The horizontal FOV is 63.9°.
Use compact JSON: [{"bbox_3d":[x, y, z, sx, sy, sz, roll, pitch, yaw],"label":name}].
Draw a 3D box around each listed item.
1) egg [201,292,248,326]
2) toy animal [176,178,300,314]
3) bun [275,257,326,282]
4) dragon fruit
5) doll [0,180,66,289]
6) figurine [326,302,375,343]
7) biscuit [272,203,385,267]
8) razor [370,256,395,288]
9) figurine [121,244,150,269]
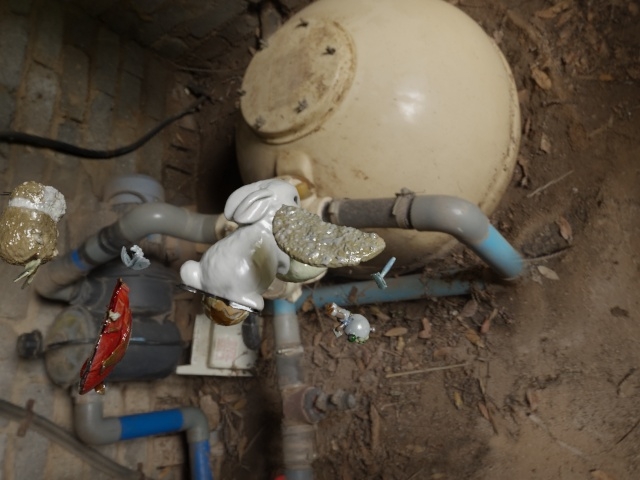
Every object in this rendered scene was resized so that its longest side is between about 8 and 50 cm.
[{"bbox_3d":[-0.356,0.231,1.952,0.233,0.194,0.195,-26,60,55],"label":"egg"},{"bbox_3d":[-0.178,-0.002,1.300,0.193,0.257,0.358,7,75,59],"label":"toy animal"},{"bbox_3d":[-0.072,0.048,1.985,0.272,0.168,0.273,-24,23,11],"label":"bun"},{"bbox_3d":[-0.608,0.316,1.455,0.344,0.100,0.282,-57,20,29],"label":"dragon fruit"},{"bbox_3d":[-0.545,-0.008,0.968,0.114,0.105,0.222,-9,67,-5],"label":"doll"},{"bbox_3d":[0.096,0.289,1.772,0.094,0.197,0.147,-51,24,24],"label":"figurine"},{"bbox_3d":[-0.005,0.001,1.039,0.249,0.133,0.032,21,134,21],"label":"biscuit"},{"bbox_3d":[0.232,0.104,1.816,0.040,0.068,0.135,-12,28,45],"label":"razor"},{"bbox_3d":[-0.611,0.050,1.684,0.082,0.094,0.086,-18,60,-15],"label":"figurine"}]
